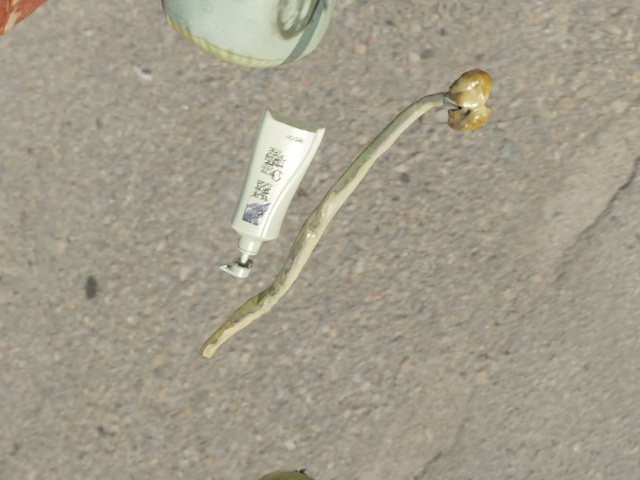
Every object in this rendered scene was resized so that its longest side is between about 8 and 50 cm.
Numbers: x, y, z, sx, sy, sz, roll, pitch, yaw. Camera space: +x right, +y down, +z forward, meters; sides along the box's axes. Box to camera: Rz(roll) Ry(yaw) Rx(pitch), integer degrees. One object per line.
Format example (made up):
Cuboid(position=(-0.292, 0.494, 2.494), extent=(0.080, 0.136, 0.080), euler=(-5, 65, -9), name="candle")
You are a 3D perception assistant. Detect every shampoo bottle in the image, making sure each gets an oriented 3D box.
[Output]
Cuboid(position=(-0.042, -0.033, 0.858), extent=(0.034, 0.048, 0.141), euler=(-122, 48, -60), name="shampoo bottle")

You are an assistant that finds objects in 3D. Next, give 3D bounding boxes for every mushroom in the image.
Cuboid(position=(0.000, -0.005, 0.593), extent=(0.286, 0.025, 0.028), euler=(-42, 40, 44), name="mushroom")

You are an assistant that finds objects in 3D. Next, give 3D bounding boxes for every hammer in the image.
Cuboid(position=(0.055, -0.210, 0.682), extent=(0.113, 0.305, 0.202), euler=(60, 145, 41), name="hammer")

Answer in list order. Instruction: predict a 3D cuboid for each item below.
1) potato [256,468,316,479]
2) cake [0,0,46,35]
Cuboid(position=(-0.041, 0.312, 0.956), extent=(0.090, 0.117, 0.226), euler=(3, 72, 24), name="potato")
Cuboid(position=(-0.349, -0.303, 1.072), extent=(0.177, 0.283, 0.151), euler=(45, 154, -2), name="cake")
